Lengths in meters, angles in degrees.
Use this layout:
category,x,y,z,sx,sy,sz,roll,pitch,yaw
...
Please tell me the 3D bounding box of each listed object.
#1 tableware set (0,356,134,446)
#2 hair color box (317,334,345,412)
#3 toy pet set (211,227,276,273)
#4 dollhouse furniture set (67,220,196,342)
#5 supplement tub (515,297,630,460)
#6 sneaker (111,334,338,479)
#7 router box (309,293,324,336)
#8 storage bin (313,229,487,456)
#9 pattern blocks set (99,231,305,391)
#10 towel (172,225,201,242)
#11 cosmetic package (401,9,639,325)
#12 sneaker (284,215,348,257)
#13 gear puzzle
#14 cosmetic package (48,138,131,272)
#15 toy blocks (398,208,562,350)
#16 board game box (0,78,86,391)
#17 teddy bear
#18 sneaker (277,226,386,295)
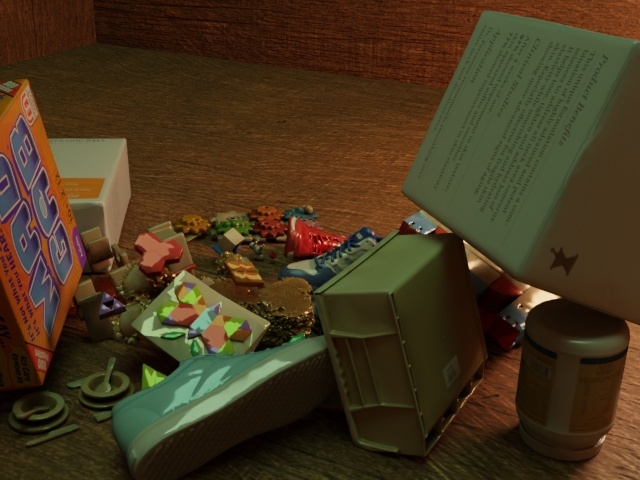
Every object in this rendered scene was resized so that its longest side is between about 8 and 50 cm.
category,x,y,z,sx,sy,sz,roll,pitch,yaw
tableware set,-0.380,0.237,1.347,0.194,0.039,0.128,-16,28,-34
hair color box,0.033,0.209,1.417,0.093,0.053,0.167,6,25,14
toy pet set,-0.173,0.039,1.827,0.114,0.065,0.122,42,36,5
dollhouse furniture set,-0.370,0.077,1.663,0.259,0.135,0.262,-23,31,-22
supplement tub,0.358,0.199,1.267,0.144,0.200,0.144,1,24,-1
sneaker,-0.129,0.200,1.262,0.366,0.135,0.150,-20,46,-28
router box,0.022,0.127,1.624,0.122,0.038,0.092,-15,29,-33
storage bin,0.134,0.145,1.322,0.123,0.260,0.262,-5,17,32
pattern blocks set,-0.187,0.135,1.384,0.324,0.026,0.285,21,55,1
towel,-0.316,-0.013,1.974,0.083,0.009,0.060,13,25,25
cosmetic package,0.384,-0.108,1.296,0.327,0.329,0.394,20,13,-24
sneaker,0.000,0.000,1.808,0.128,0.087,0.221,8,5,6
gear puzzle,-0.167,-0.048,2.003,0.338,0.044,0.175,0,23,-9
cosmetic package,-0.559,-0.089,1.951,0.230,0.162,0.453,-2,23,-7
toy blocks,0.274,0.061,1.580,0.381,0.191,0.261,40,41,21
board game box,-0.616,0.001,1.370,0.356,0.356,0.356,-8,32,2
teddy bear,-0.183,0.125,1.492,0.338,0.113,0.245,-4,43,-22
sneaker,0.059,0.032,1.736,0.296,0.131,0.112,-7,26,-15
